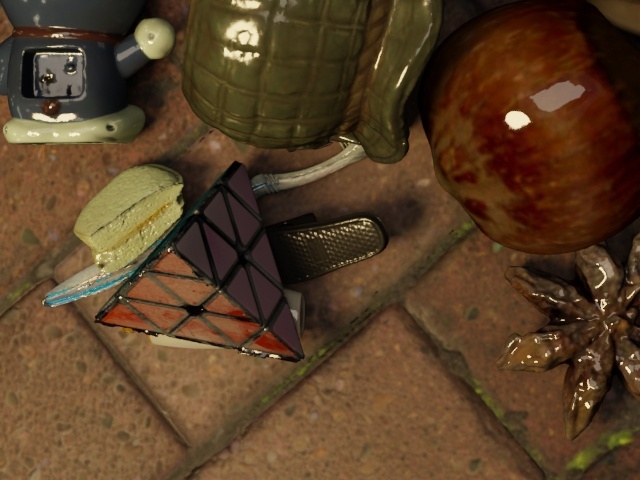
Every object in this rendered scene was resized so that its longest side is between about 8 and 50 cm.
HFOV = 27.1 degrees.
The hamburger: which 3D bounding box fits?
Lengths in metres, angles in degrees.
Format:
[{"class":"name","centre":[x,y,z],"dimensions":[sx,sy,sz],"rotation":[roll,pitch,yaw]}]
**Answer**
[{"class":"hamburger","centre":[-0.190,-0.032,1.324],"dimensions":[0.121,0.084,0.054],"rotation":[-39,125,-2]}]

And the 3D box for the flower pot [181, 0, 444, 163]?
[{"class":"flower pot","centre":[-0.006,-0.218,1.215],"dimensions":[0.213,0.302,0.301],"rotation":[10,89,-3]}]

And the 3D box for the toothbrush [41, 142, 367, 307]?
[{"class":"toothbrush","centre":[-0.100,-0.029,1.333],"dimensions":[0.413,0.035,0.042],"rotation":[-28,64,5]}]

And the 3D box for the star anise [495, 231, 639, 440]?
[{"class":"star anise","centre":[0.259,0.083,1.264],"dimensions":[0.197,0.073,0.212],"rotation":[-17,83,4]}]

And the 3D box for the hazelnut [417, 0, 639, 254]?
[{"class":"hazelnut","centre":[0.202,-0.105,1.204],"dimensions":[0.218,0.218,0.234],"rotation":[-29,79,5]}]

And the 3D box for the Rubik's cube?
[{"class":"Rubik's cube","centre":[-0.081,0.013,1.281],"dimensions":[0.190,0.211,0.178],"rotation":[30,60,-19]}]

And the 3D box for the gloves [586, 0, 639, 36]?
[{"class":"gloves","centre":[0.310,-0.278,1.232],"dimensions":[0.197,0.152,0.301],"rotation":[-25,81,-7]}]

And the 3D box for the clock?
[{"class":"clock","centre":[-0.240,-0.214,1.307],"dimensions":[0.200,0.146,0.243],"rotation":[2,95,12]}]

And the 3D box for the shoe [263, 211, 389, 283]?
[{"class":"shoe","centre":[0.000,0.000,1.309],"dimensions":[0.159,0.053,0.062],"rotation":[-13,113,30]}]

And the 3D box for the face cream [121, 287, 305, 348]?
[{"class":"face cream","centre":[-0.107,0.072,1.320],"dimensions":[0.182,0.051,0.072],"rotation":[2,88,8]}]
